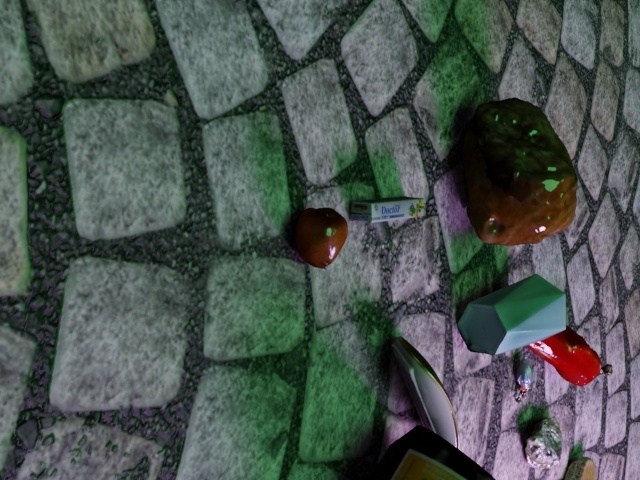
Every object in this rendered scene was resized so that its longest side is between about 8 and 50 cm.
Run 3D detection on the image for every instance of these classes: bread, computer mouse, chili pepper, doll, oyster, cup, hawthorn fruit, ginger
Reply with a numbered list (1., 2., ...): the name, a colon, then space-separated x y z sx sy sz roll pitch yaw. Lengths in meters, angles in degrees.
1. bread: 0.656 0.709 1.972 0.286 0.056 0.207 -53 126 -34
2. computer mouse: 0.191 0.274 1.360 0.056 0.126 0.245 -25 116 -6
3. chili pepper: 0.573 0.262 1.816 0.387 0.110 0.110 34 66 -40
4. doll: 0.454 0.308 1.724 0.057 0.039 0.114 -4 109 -16
5. oyster: 0.524 0.475 1.801 0.177 0.064 0.125 -16 100 -50
6. cup: 0.382 0.157 1.571 0.235 0.148 0.134 -9 66 -45
7. hawthorn fruit: 0.000 0.000 1.138 0.081 0.081 0.093 -26 126 -46
8. ginger: 0.380 -0.117 1.492 0.223 0.200 0.269 98 -15 -45

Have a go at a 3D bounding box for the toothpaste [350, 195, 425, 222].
1. toothpaste: 0.115 -0.054 1.294 0.164 0.046 0.034 -8 102 -50

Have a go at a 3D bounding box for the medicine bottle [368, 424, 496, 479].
1. medicine bottle: 0.126 0.514 1.213 0.395 0.242 0.242 -53 131 -15
